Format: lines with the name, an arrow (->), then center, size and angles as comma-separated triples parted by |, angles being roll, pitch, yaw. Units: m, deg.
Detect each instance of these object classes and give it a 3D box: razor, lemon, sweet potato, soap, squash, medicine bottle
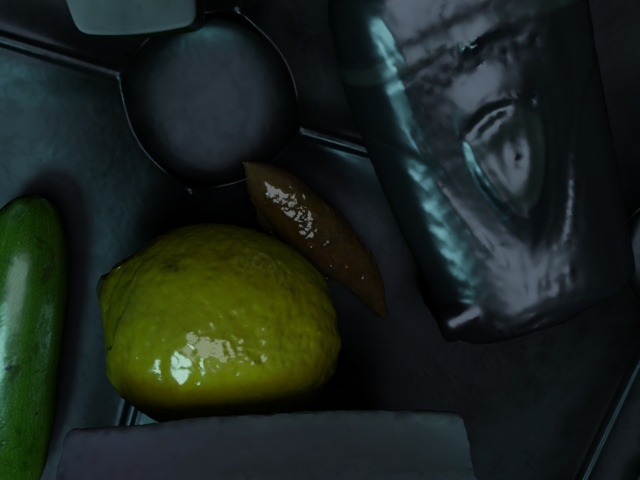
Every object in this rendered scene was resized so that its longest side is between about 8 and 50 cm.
razor -> 0.141, -0.087, 0.547 | 0.204, 0.113, 0.349 | -20, 110, 0
lemon -> -0.081, 0.076, 0.538 | 0.180, 0.180, 0.193 | -43, 122, 7
sweet potato -> 0.000, 0.000, 0.588 | 0.206, 0.060, 0.068 | 45, 134, -18
soap -> -0.040, 0.234, 0.539 | 0.285, 0.107, 0.296 | -1, 150, -7
squash -> -0.270, 0.103, 0.569 | 0.082, 0.082, 0.292 | 9, 105, -10
medicine bottle -> -0.130, -0.207, 0.438 | 0.088, 0.188, 0.132 | -6, 106, -5

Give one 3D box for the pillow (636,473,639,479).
pillow -> 0.467, 0.278, 0.719 | 0.214, 0.086, 0.233 | 37, 102, -5
